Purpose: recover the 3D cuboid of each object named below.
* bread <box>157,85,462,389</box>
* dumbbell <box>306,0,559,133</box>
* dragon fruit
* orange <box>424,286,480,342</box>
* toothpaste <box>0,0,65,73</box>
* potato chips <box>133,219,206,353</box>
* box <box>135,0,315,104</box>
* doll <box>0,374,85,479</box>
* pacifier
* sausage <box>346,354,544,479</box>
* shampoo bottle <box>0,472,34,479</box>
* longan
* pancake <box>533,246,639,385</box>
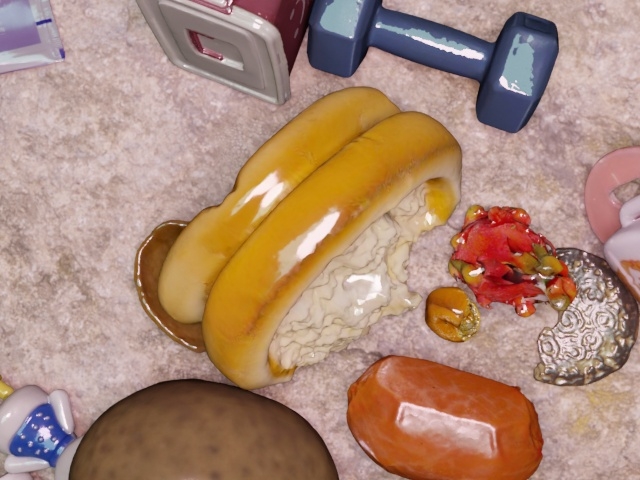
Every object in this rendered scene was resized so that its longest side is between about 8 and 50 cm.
[{"bbox_3d":[-0.002,-0.002,1.088,0.424,0.329,0.245,-48,52,0],"label":"bread"},{"bbox_3d":[0.147,-0.262,1.097,0.325,0.160,0.144,20,64,5],"label":"dumbbell"},{"bbox_3d":[0.260,0.035,1.099,0.150,0.208,0.133,6,113,-34],"label":"dragon fruit"},{"bbox_3d":[0.183,0.098,1.139,0.086,0.086,0.062,35,54,4],"label":"orange"},{"bbox_3d":[-0.568,-0.271,1.204,0.372,0.080,0.125,-17,89,1],"label":"toothpaste"},{"bbox_3d":[-0.179,0.069,1.184,0.202,0.049,0.150,40,87,3],"label":"potato chips"},{"bbox_3d":[-0.108,-0.313,1.058,0.194,0.294,0.167,20,82,4],"label":"box"},{"bbox_3d":[-0.374,0.297,1.182,0.293,0.119,0.138,30,78,9],"label":"doll"},{"bbox_3d":[0.482,0.008,1.044,0.220,0.273,0.332,-38,89,32],"label":"pacifier"},{"bbox_3d":[0.163,0.247,1.103,0.268,0.153,0.141,15,122,4],"label":"sausage"},{"bbox_3d":[-0.422,0.429,1.204,0.074,0.074,0.192,-29,89,5],"label":"shampoo bottle"},{"bbox_3d":[-0.146,0.323,1.059,0.350,0.288,0.288,12,93,-16],"label":"longan"},{"bbox_3d":[0.353,0.113,1.150,0.184,0.020,0.190,43,94,3],"label":"pancake"}]
